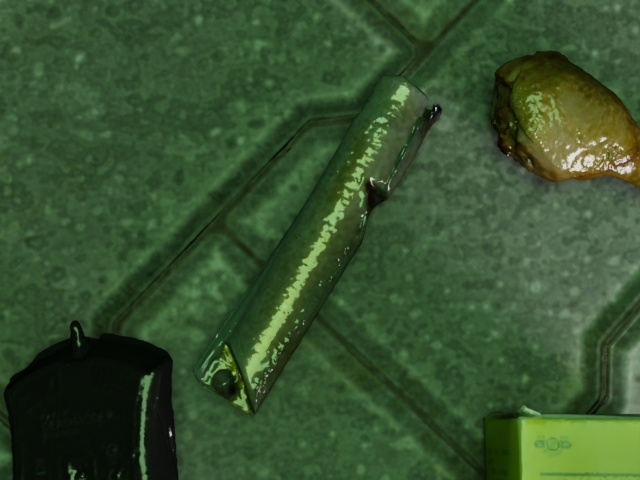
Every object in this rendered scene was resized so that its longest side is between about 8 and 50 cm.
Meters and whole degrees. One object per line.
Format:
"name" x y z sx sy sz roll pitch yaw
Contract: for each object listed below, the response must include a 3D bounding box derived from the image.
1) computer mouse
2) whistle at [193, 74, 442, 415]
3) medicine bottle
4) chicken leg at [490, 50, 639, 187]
"computer mouse" -0.181 0.197 1.098 0.147 0.088 0.264 -7 83 11
"whistle" 0.000 0.000 1.159 0.068 0.057 0.326 33 81 1
"medicine bottle" 0.215 0.264 1.109 0.137 0.141 0.250 1 83 -4
"chicken leg" 0.263 -0.085 1.189 0.252 0.087 0.107 25 92 -9
